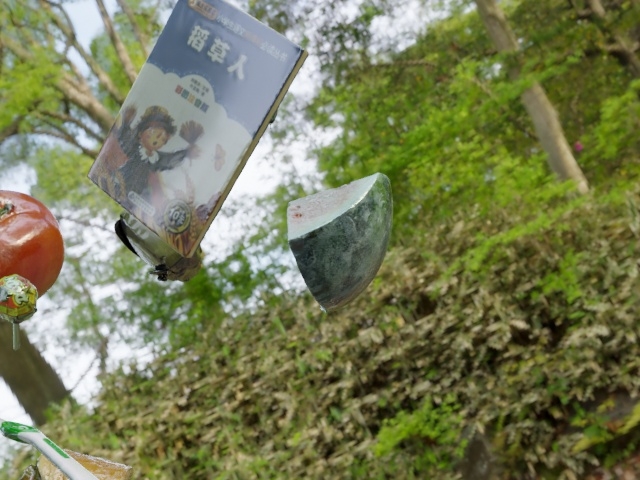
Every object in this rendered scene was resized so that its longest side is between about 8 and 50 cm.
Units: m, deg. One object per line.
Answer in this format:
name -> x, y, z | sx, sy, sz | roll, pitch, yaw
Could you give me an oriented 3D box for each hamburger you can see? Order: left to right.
hamburger -> -0.486, 0.495, 1.606 | 0.209, 0.162, 0.330 | 19, -18, -9

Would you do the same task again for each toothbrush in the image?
toothbrush -> -0.419, 0.277, 1.163 | 0.042, 0.418, 0.040 | 16, -87, -49

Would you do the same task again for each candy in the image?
candy -> -0.605, 0.163, 1.641 | 0.083, 0.091, 0.305 | -17, -23, -27

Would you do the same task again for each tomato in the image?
tomato -> -0.833, 0.038, 2.104 | 0.341, 0.341, 0.272 | -19, -49, -27

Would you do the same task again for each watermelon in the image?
watermelon -> 0.000, 0.000, 1.591 | 0.289, 0.214, 0.320 | -8, -53, -55

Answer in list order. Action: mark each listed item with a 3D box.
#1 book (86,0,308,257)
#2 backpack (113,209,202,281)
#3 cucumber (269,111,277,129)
book -> -0.235, -0.222, 1.499 | 0.428, 0.300, 0.039 | -60, -27, 11
backpack -> -0.372, 0.012, 1.947 | 0.140, 0.207, 0.253 | -42, -16, -11
cucumber -> -0.116, -0.334, 1.905 | 0.039, 0.168, 0.039 | 4, -12, 1
